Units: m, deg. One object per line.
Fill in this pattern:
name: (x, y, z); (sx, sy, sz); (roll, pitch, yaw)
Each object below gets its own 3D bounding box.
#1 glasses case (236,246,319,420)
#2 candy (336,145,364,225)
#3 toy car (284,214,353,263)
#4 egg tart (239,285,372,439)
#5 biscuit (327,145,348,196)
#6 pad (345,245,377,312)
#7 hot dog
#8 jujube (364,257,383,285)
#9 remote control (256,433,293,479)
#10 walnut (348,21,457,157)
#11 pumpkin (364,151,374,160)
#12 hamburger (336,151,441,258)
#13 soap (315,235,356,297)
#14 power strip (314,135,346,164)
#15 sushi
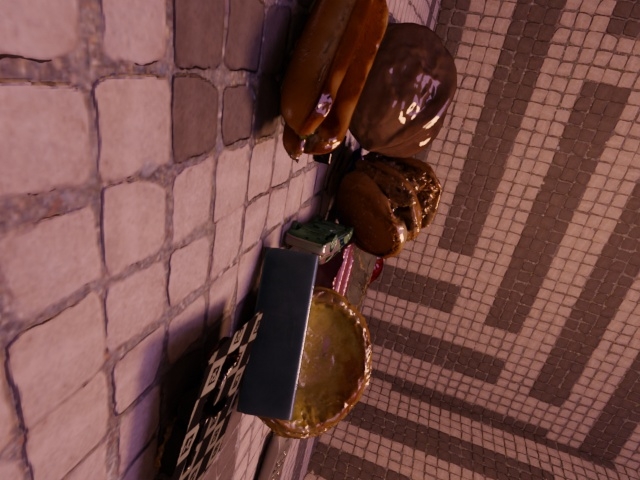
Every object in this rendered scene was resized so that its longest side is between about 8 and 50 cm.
glasses case: (-0.060, 0.149, 0.667); (0.056, 0.105, 0.265); (-3, -104, 62)
candy: (0.084, -0.128, 1.140); (0.145, 0.070, 0.275); (-9, 111, -85)
toy car: (0.000, 0.000, 0.852); (0.224, 0.090, 0.076); (-25, 130, -70)
egg tart: (-0.032, 0.225, 0.784); (0.123, 0.294, 0.293); (4, -107, 60)
biscuit: (0.044, -0.172, 1.011); (0.071, 0.018, 0.147); (89, 19, -61)
pad: (0.110, 0.063, 1.339); (0.248, 0.007, 0.367); (39, 64, -42)
hot dog: (0.013, -0.261, 0.573); (0.135, 0.100, 0.337); (61, 45, -62)
jujube: (0.140, 0.105, 1.492); (0.230, 0.155, 0.155); (-49, 153, -53)
remote control: (-0.159, 0.686, 1.164); (0.312, 0.055, 0.109); (-69, 162, 0)
walnut: (0.159, -0.307, 0.858); (0.273, 0.227, 0.273); (22, 90, -79)
pumpkin: (0.181, -0.181, 1.236); (0.202, 0.140, 0.201); (-173, -90, -71)
hamburger: (0.158, -0.094, 0.976); (0.211, 0.245, 0.260); (-38, -171, -23)
soap: (0.003, 0.108, 0.971); (0.182, 0.112, 0.289); (27, 80, -78)
power strip: (0.021, -0.189, 0.837); (0.111, 0.038, 0.029); (-56, 160, -51)
sushi: (-0.162, 0.230, 0.548); (0.192, 0.043, 0.279); (-41, 151, -74)
